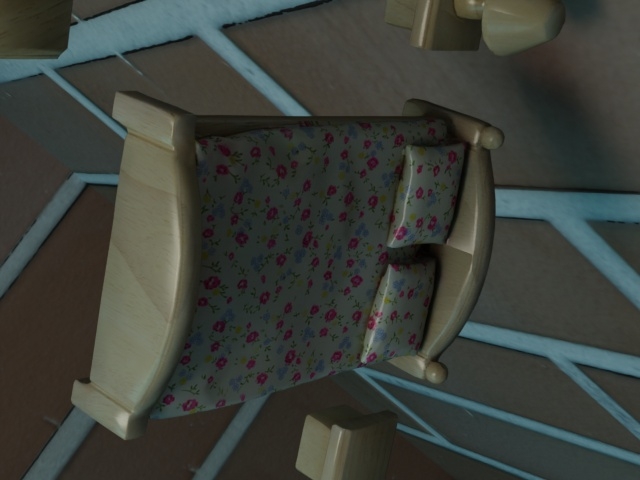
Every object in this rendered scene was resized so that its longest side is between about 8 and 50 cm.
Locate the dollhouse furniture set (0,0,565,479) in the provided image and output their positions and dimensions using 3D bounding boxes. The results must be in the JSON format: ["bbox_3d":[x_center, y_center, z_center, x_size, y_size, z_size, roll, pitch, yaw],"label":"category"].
[{"bbox_3d":[0.000,0.000,0.464,0.173,0.356,0.303,24,-158,40],"label":"dollhouse furniture set"}]
